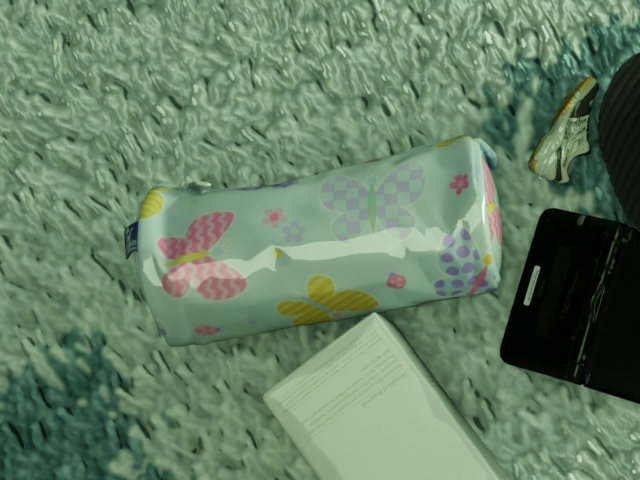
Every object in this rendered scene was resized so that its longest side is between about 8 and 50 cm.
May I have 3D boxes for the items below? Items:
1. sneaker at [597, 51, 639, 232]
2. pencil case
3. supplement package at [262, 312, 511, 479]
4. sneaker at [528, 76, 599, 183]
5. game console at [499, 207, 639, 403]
[{"bbox_3d":[0.335,-0.014,1.374,0.330,0.146,0.122,48,120,32],"label":"sneaker"},{"bbox_3d":[0.000,0.000,1.417,0.273,0.113,0.124,-9,54,9],"label":"pencil case"},{"bbox_3d":[0.057,0.155,1.394,0.105,0.105,0.179,-37,79,3],"label":"supplement package"},{"bbox_3d":[0.189,-0.081,1.439,0.037,0.032,0.083,30,94,-3],"label":"sneaker"},{"bbox_3d":[0.206,0.049,1.429,0.107,0.071,0.122,14,85,40],"label":"game console"}]
